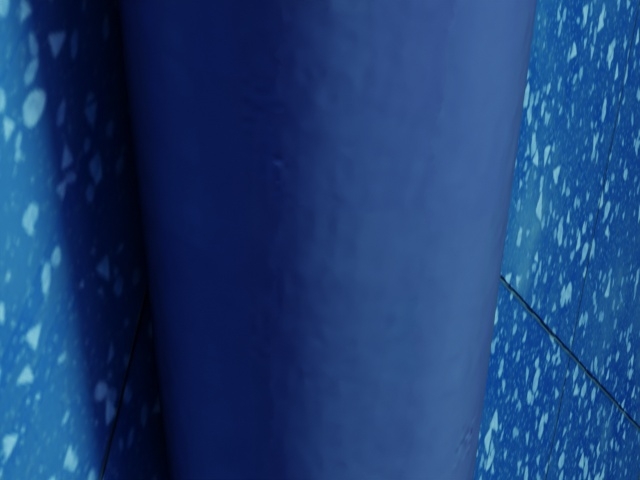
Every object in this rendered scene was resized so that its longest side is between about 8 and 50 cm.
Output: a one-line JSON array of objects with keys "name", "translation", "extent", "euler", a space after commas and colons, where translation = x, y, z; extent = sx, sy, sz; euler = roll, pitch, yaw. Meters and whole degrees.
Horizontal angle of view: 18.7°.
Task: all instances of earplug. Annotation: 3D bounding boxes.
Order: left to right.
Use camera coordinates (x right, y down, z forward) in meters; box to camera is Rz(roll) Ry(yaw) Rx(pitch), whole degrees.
[{"name": "earplug", "translation": [0.000, 0.000, 1.010], "extent": [0.215, 0.215, 0.456], "euler": [-49, 146, -55]}]
